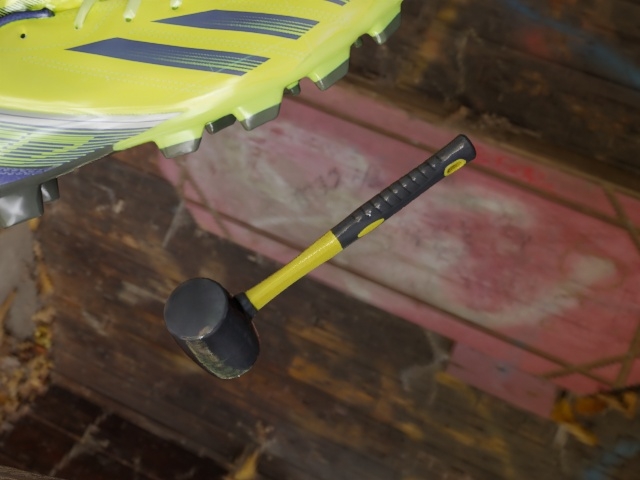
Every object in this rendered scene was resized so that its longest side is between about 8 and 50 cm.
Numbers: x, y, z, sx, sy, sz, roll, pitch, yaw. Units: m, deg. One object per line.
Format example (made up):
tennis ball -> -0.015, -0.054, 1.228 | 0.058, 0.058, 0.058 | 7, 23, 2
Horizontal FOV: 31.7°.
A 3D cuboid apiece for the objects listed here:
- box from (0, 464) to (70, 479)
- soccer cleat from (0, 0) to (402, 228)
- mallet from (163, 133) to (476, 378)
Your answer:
box -> -0.278, 0.284, 0.670 | 0.079, 0.257, 0.322 | 13, 82, -64
soccer cleat -> -0.093, -0.096, 0.534 | 0.093, 0.289, 0.121 | -123, -170, -77
mallet -> 0.000, 0.000, 0.593 | 0.189, 0.039, 0.062 | -40, 149, 3
